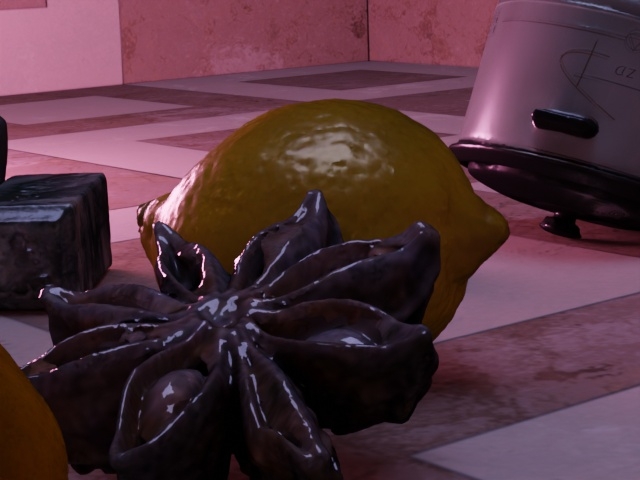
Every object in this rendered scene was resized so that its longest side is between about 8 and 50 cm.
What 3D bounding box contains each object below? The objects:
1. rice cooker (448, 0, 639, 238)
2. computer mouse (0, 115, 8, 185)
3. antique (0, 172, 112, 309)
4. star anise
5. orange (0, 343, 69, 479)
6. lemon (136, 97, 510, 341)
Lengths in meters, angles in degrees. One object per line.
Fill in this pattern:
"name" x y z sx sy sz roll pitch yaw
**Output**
"rice cooker" 0.251 -0.113 1.443 0.241 0.227 0.280 16 -1 17
"computer mouse" -0.361 -0.021 1.308 0.188 0.121 0.371 -19 11 9
"antique" -0.230 -0.001 1.294 0.088 0.086 0.183 -2 11 1
"star anise" -0.044 0.071 0.819 0.223 0.109 0.236 -5 28 8
"orange" -0.174 0.103 0.611 0.157 0.156 0.134 0 -29 10
"lemon" -0.001 0.001 1.004 0.244 0.186 0.187 -2 11 11
